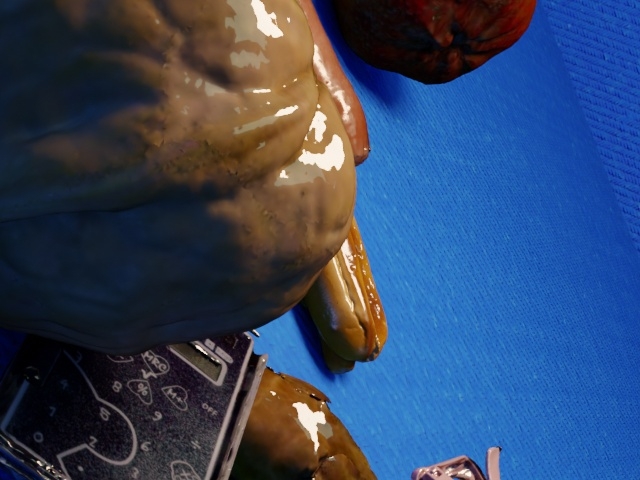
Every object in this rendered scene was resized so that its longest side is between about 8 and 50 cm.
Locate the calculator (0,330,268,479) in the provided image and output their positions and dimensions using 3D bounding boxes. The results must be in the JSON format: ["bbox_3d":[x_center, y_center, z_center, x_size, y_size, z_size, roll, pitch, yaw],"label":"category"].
[{"bbox_3d":[-0.120,0.095,1.039,0.165,0.028,0.274,37,28,-12],"label":"calculator"}]

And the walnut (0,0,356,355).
[{"bbox_3d":[-0.125,-0.078,0.956,0.285,0.285,0.296,-52,130,-67],"label":"walnut"}]

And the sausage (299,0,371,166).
[{"bbox_3d":[-0.065,-0.257,1.565,0.094,0.094,0.419,-29,97,-40],"label":"sausage"}]

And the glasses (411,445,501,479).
[{"bbox_3d":[0.125,0.272,1.179,0.162,0.095,0.255,-32,94,-38],"label":"glasses"}]

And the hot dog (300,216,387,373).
[{"bbox_3d":[0.000,0.000,1.476,0.100,0.068,0.250,34,39,-73],"label":"hot dog"}]

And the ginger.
[{"bbox_3d":[0.006,0.202,1.223,0.309,0.107,0.133,51,0,-35],"label":"ginger"}]

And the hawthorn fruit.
[{"bbox_3d":[0.119,-0.343,1.901,0.254,0.254,0.300,32,32,-57],"label":"hawthorn fruit"}]
